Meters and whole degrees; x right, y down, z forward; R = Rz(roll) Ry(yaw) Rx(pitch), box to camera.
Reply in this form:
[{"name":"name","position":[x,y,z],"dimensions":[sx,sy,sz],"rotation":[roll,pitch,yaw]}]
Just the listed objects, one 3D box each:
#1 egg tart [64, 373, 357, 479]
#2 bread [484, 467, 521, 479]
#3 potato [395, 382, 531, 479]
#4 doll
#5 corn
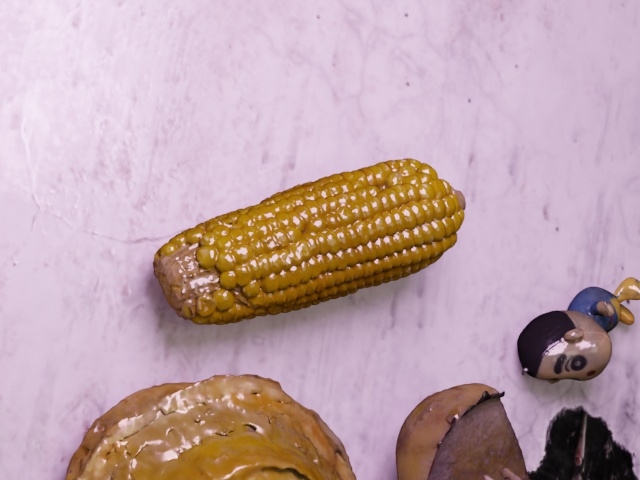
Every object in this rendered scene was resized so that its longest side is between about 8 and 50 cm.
[{"name":"egg tart","position":[-0.079,0.277,1.125],"dimensions":[0.341,0.129,0.341],"rotation":[4,82,-32]},{"name":"bread","position":[0.161,0.398,1.189],"dimensions":[0.236,0.183,0.388],"rotation":[-42,121,-37]},{"name":"potato","position":[0.140,0.246,1.275],"dimensions":[0.138,0.098,0.243],"rotation":[-38,121,-17]},{"name":"doll","position":[0.280,0.101,1.381],"dimensions":[0.179,0.102,0.089],"rotation":[-26,56,-26]},{"name":"corn","position":[0.000,0.000,1.203],"dimensions":[0.322,0.119,0.119],"rotation":[-15,93,-24]}]
